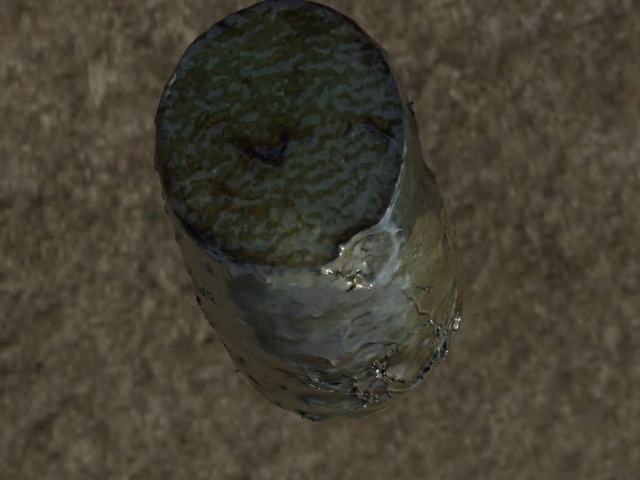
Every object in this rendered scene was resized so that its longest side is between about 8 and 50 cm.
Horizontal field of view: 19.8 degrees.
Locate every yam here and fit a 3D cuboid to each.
[{"bbox_3d":[0.000,0.000,0.951,0.154,0.154,0.254,-14,155,3],"label":"yam"}]
